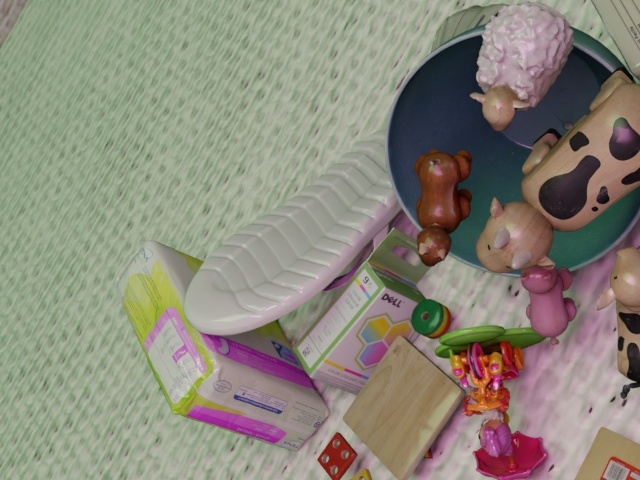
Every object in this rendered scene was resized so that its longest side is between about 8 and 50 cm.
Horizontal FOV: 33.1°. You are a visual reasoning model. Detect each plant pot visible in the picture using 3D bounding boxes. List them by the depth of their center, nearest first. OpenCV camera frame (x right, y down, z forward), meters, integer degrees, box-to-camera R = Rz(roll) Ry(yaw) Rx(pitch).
[{"bbox_3d":[0.239,-0.131,1.231,0.290,0.290,0.195,-30,14,32],"label":"plant pot"}]

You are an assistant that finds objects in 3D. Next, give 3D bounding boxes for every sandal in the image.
[{"bbox_3d":[0.009,0.006,1.416,0.416,0.102,0.169,-39,41,-19],"label":"sandal"}]

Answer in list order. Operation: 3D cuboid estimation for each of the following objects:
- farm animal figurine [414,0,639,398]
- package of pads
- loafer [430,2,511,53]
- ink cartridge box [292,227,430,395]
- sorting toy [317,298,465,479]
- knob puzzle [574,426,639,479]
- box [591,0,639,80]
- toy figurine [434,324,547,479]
[{"bbox_3d":[0.247,-0.022,1.051,0.327,0.330,0.172,-63,-6,29],"label":"farm animal figurine"},{"bbox_3d":[-0.144,0.141,1.482,0.101,0.229,0.296,-51,42,14],"label":"package of pads"},{"bbox_3d":[0.191,-0.168,1.388,0.111,0.112,0.320,-19,56,49],"label":"loafer"},{"bbox_3d":[0.073,0.096,1.373,0.209,0.109,0.062,-51,43,13],"label":"ink cartridge box"},{"bbox_3d":[0.105,0.216,1.325,0.275,0.046,0.132,-57,42,6],"label":"sorting toy"},{"bbox_3d":[0.314,0.310,1.075,0.213,0.030,0.213,-22,55,36],"label":"knob puzzle"},{"bbox_3d":[0.438,-0.273,1.177,0.232,0.126,0.149,-37,48,27],"label":"box"},{"bbox_3d":[0.196,0.184,1.183,0.130,0.173,0.159,-15,72,21],"label":"toy figurine"}]
